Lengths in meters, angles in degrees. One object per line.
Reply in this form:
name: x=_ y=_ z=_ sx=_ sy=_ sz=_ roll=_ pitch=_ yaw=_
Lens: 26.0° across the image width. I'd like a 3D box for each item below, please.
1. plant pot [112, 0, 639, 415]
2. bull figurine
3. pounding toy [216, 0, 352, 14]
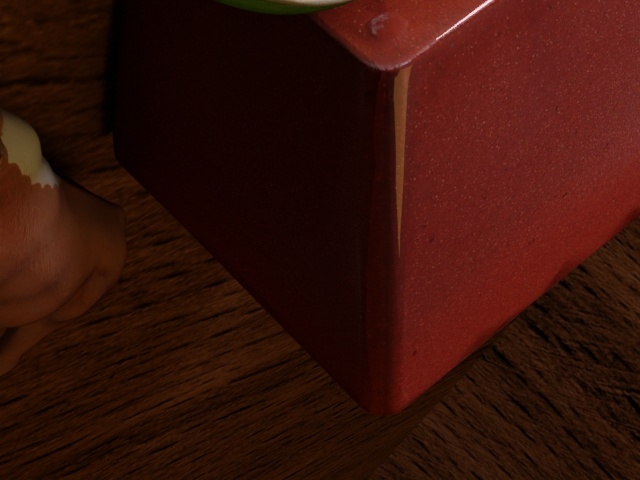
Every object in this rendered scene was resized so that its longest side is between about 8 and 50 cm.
plant pot: x=0.043 y=-0.114 z=0.783 sx=0.267 sy=0.267 sz=0.236 roll=-37 pitch=153 yaw=-19
bull figurine: x=-0.202 y=0.005 z=0.761 sx=0.188 sy=0.101 sz=0.310 roll=-39 pitch=162 yaw=2
pounding toy: x=-0.031 y=-0.185 z=0.621 sx=0.237 sy=0.183 sz=0.110 roll=-36 pitch=-171 yaw=-34
